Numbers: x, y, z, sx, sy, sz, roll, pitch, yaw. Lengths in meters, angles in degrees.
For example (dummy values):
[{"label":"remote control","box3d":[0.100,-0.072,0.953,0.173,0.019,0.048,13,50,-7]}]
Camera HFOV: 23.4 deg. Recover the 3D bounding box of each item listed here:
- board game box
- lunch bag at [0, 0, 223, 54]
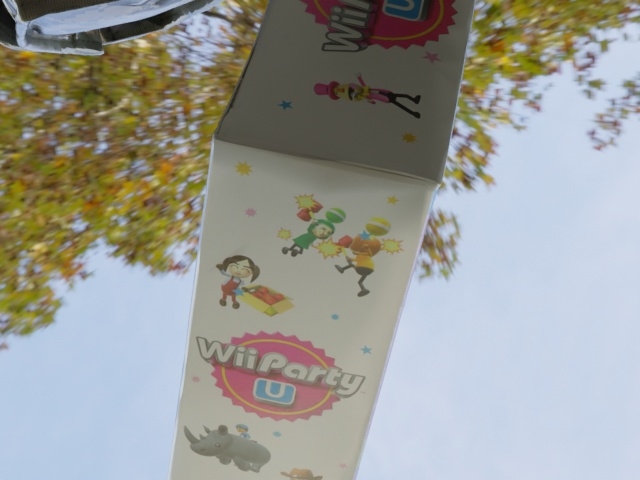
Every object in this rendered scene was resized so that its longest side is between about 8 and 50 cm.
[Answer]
[{"label":"board game box","box3d":[0.000,0.000,0.777,0.097,0.224,0.303,12,-45,2]},{"label":"lunch bag","box3d":[-0.141,-0.235,0.886,0.169,0.287,0.235,-15,-86,-10]}]
